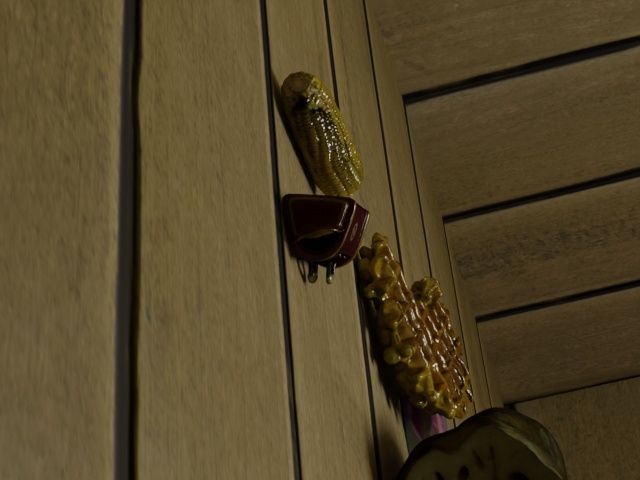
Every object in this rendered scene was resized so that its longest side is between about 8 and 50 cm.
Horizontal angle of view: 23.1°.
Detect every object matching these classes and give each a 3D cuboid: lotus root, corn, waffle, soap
[{"bbox_3d":[0.222,0.341,2.038,0.346,0.250,0.250,-3,79,-80],"label":"lotus root"},{"bbox_3d":[0.002,-0.127,1.938,0.203,0.072,0.072,64,15,-48],"label":"corn"},{"bbox_3d":[0.138,0.139,2.275,0.293,0.069,0.259,37,33,-56],"label":"waffle"},{"bbox_3d":[0.158,0.274,2.353,0.100,0.056,0.149,63,15,-47],"label":"soap"}]

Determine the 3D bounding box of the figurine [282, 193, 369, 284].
[{"bbox_3d":[0.001,0.000,1.759,0.154,0.082,0.098,18,78,-79],"label":"figurine"}]
